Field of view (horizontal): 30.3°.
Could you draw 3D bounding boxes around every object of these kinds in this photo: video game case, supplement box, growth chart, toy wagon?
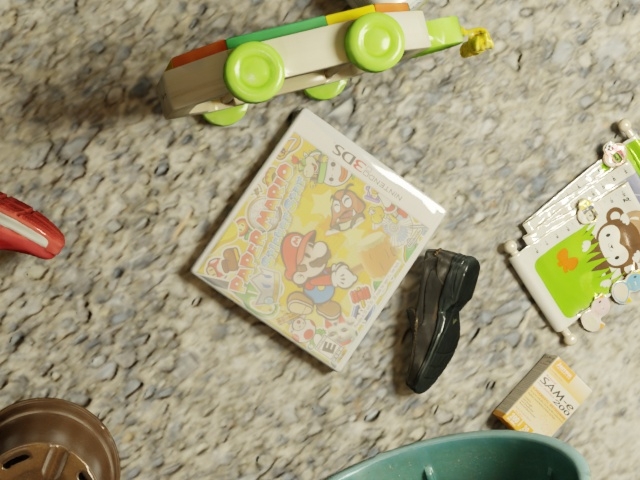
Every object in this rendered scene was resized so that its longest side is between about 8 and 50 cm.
[{"bbox_3d":[0.000,0.000,1.336,0.206,0.026,0.227,35,85,-9],"label":"video game case"},{"bbox_3d":[0.260,0.189,1.382,0.062,0.036,0.098,44,83,-9],"label":"supplement box"},{"bbox_3d":[0.333,-0.004,1.403,0.237,0.021,0.172,-44,99,-7],"label":"growth chart"},{"bbox_3d":[0.007,-0.186,1.213,0.345,0.267,0.068,-16,94,-11],"label":"toy wagon"}]

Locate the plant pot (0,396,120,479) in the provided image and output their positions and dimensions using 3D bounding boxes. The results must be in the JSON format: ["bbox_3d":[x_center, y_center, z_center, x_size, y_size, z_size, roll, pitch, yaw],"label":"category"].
[{"bbox_3d":[-0.287,0.254,1.214,0.167,0.165,0.166,0,90,-11],"label":"plant pot"}]

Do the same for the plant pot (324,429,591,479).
[{"bbox_3d":[0.150,0.424,1.235,0.341,0.341,0.334,-19,102,-10],"label":"plant pot"}]

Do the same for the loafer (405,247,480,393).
[{"bbox_3d":[0.127,0.091,1.354,0.061,0.062,0.170,21,94,28],"label":"loafer"}]

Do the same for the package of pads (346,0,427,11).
[{"bbox_3d":[0.110,-0.403,1.316,0.296,0.101,0.229,-38,96,-7],"label":"package of pads"}]

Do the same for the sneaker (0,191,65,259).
[{"bbox_3d":[-0.389,0.000,1.244,0.221,0.087,0.128,25,94,2],"label":"sneaker"}]
